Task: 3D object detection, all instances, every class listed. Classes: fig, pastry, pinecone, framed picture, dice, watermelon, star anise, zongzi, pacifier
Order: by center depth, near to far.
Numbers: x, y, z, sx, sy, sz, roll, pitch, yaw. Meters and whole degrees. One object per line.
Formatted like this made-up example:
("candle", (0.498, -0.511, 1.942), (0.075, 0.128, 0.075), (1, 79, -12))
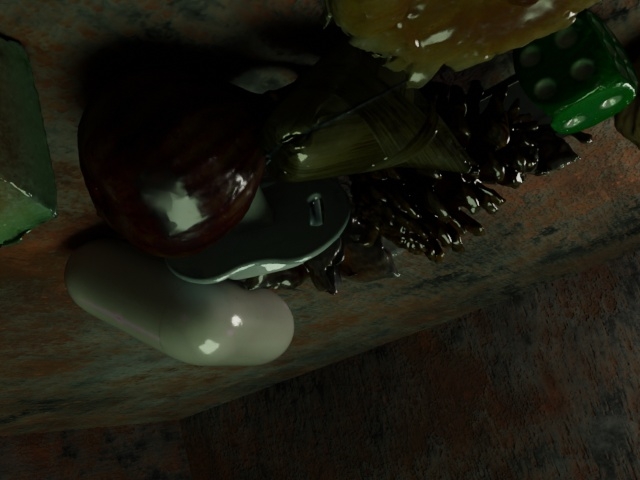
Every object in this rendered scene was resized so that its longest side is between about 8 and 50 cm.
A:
("pastry", (0.144, -0.279, 0.656), (0.329, 0.136, 0.330), (-12, 158, -5))
("watermelon", (-0.415, -0.109, 0.712), (0.264, 0.151, 0.302), (-17, 146, 12))
("zongzi", (0.059, -0.101, 0.876), (0.112, 0.242, 0.221), (-31, -162, 53))
("fig", (-0.124, -0.131, 0.885), (0.321, 0.217, 0.217), (-40, 174, -26))
("dice", (0.347, -0.229, 1.035), (0.120, 0.128, 0.131), (-31, 157, 33))
("pinecone", (0.164, -0.107, 1.092), (0.309, 0.244, 0.244), (-34, 162, -1))
("pacifier", (-0.104, -0.062, 1.104), (0.287, 0.238, 0.226), (-9, 133, 8))
("star anise", (0.001, -0.001, 1.279), (0.331, 0.332, 0.118), (-10, 118, -20))
("star anise", (0.357, -0.149, 1.314), (0.231, 0.089, 0.209), (-19, 176, 27))
("framed picture", (0.302, -0.184, 1.331), (0.255, 0.014, 0.338), (-27, 160, 32))

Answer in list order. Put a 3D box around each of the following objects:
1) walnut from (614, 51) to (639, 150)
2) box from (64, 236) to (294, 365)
("walnut", (0.562, -0.216, 1.185), (0.244, 0.198, 0.198), (-1, 157, -36))
("box", (-0.233, 0.102, 1.271), (0.349, 0.141, 0.288), (20, 180, 29))
